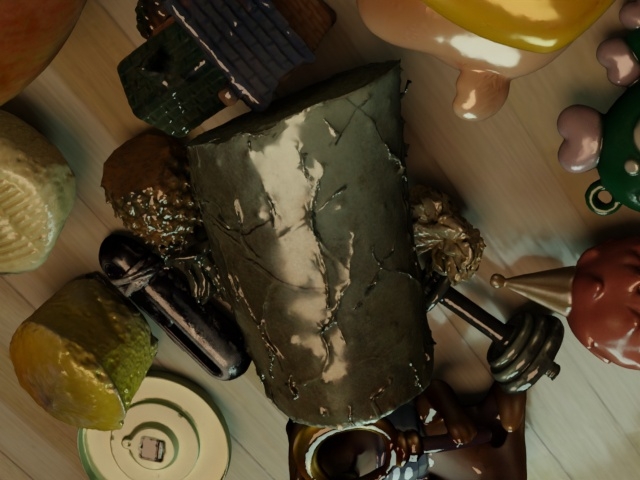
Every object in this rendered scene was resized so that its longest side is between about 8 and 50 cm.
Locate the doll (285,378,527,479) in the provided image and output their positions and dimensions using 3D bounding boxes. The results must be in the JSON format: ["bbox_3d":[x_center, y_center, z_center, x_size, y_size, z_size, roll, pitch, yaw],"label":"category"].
[{"bbox_3d":[0.118,0.281,1.251,0.339,0.209,0.318,10,140,3],"label":"doll"}]

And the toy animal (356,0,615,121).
[{"bbox_3d":[0.142,-0.285,0.787,0.277,0.345,0.247,23,167,14],"label":"toy animal"}]

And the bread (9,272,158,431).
[{"bbox_3d":[-0.318,0.157,1.302,0.197,0.170,0.197,17,135,18],"label":"bread"}]

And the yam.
[{"bbox_3d":[0.000,0.000,1.000,0.241,0.241,0.348,-4,111,20],"label":"yam"}]

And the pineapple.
[{"bbox_3d":[-0.171,-0.012,1.179,0.125,0.125,0.251,-8,136,23],"label":"pineapple"}]

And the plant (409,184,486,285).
[{"bbox_3d":[0.116,0.003,1.081,0.122,0.117,0.104,-31,143,8],"label":"plant"}]

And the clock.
[{"bbox_3d":[-0.249,0.309,1.438,0.234,0.029,0.235,2,103,7],"label":"clock"}]

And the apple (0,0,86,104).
[{"bbox_3d":[-0.412,-0.284,0.861,0.391,0.346,0.392,9,125,12],"label":"apple"}]

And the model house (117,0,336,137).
[{"bbox_3d":[-0.112,-0.197,0.953,0.183,0.172,0.166,-29,117,34],"label":"model house"}]

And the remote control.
[{"bbox_3d":[-0.197,0.097,1.289,0.090,0.066,0.266,-33,113,34],"label":"remote control"}]

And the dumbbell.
[{"bbox_3d":[0.183,0.088,1.152,0.254,0.110,0.110,35,130,-4],"label":"dumbbell"}]

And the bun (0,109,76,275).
[{"bbox_3d":[-0.398,-0.070,1.171,0.220,0.134,0.220,11,126,15],"label":"bun"}]

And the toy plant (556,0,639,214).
[{"bbox_3d":[0.355,-0.104,0.925,0.232,0.112,0.243,29,115,7],"label":"toy plant"}]

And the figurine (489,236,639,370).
[{"bbox_3d":[0.382,0.063,1.030,0.386,0.207,0.166,13,113,24],"label":"figurine"}]
